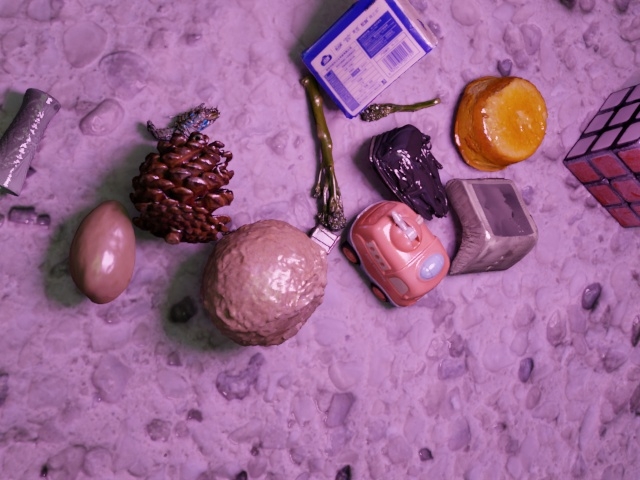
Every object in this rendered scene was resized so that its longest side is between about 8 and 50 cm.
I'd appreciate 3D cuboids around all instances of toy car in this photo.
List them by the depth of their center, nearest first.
[{"bbox_3d":[0.199,0.029,1.642,0.180,0.212,0.271,-40,101,-18],"label":"toy car"}]

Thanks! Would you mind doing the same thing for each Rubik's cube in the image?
[{"bbox_3d":[0.930,-0.244,1.876,0.305,0.303,0.301,45,74,-14],"label":"Rubik's cube"}]

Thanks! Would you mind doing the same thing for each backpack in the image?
[{"bbox_3d":[0.236,-0.161,1.689,0.258,0.133,0.206,55,30,-22],"label":"backpack"}]

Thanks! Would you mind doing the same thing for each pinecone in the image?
[{"bbox_3d":[-0.296,-0.108,1.473,0.224,0.224,0.273,12,59,-19],"label":"pinecone"}]

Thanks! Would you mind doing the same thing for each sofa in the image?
[{"bbox_3d":[0.428,-0.043,1.790,0.210,0.176,0.226,-6,61,-29],"label":"sofa"}]

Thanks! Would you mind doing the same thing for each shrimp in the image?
[{"bbox_3d":[-0.311,-0.269,1.562,0.174,0.076,0.082,-18,53,-16],"label":"shrimp"}]

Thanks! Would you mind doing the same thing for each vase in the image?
[{"bbox_3d":[-0.627,-0.210,1.421,0.096,0.096,0.220,26,76,-17],"label":"vase"}]

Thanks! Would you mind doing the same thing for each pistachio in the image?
[{"bbox_3d":[-0.463,0.023,1.448,0.135,0.136,0.226,11,75,-19],"label":"pistachio"}]

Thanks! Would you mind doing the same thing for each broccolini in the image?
[{"bbox_3d":[-0.005,-0.211,1.673,0.073,0.079,0.393,-11,84,-10],"label":"broccolini"},{"bbox_3d":[0.210,-0.343,1.756,0.238,0.054,0.051,-11,77,-23],"label":"broccolini"}]

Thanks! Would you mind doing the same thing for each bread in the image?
[{"bbox_3d":[0.479,-0.309,1.799,0.268,0.145,0.269,0,90,-22],"label":"bread"}]

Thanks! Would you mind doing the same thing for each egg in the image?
[{"bbox_3d":[-0.124,0.089,1.496,0.310,0.279,0.279,-44,102,-31],"label":"egg"}]

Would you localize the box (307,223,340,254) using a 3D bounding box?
[{"bbox_3d":[0.000,0.000,1.641,0.063,0.084,0.060,39,76,-8],"label":"box"}]

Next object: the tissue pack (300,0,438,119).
[{"bbox_3d":[0.116,-0.449,1.603,0.209,0.269,0.137,51,27,1],"label":"tissue pack"}]
